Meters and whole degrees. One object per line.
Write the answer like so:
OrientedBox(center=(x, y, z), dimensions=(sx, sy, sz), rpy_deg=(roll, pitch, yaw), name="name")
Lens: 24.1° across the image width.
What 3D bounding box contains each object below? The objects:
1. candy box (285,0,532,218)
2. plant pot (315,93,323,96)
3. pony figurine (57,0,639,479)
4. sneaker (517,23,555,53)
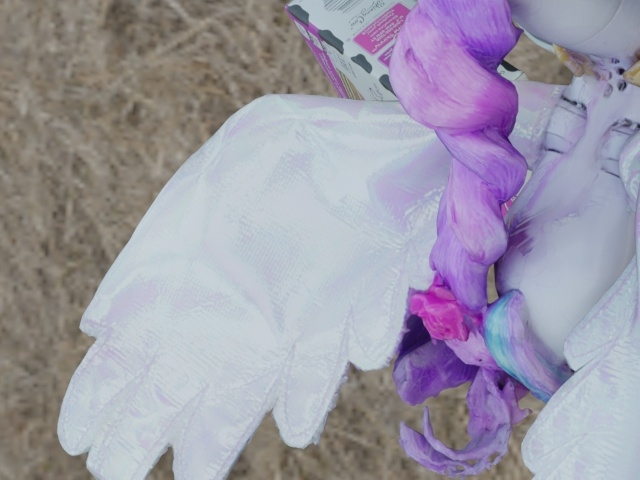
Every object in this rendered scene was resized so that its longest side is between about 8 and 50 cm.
OrientedBox(center=(0.085, -0.098, 1.120), dimensions=(0.071, 0.159, 0.233), rpy_deg=(-40, 43, -6), name="candy box")
OrientedBox(center=(0.000, 0.000, 0.832), dimensions=(0.109, 0.096, 0.109), rpy_deg=(-43, 18, 7), name="plant pot")
OrientedBox(center=(0.099, -0.004, 0.564), dimensions=(0.303, 0.363, 0.351), rpy_deg=(26, 94, 44), name="pony figurine")
OrientedBox(center=(0.087, -0.206, 0.962), dimensions=(0.295, 0.178, 0.124), rpy_deg=(51, 127, 58), name="sneaker")
